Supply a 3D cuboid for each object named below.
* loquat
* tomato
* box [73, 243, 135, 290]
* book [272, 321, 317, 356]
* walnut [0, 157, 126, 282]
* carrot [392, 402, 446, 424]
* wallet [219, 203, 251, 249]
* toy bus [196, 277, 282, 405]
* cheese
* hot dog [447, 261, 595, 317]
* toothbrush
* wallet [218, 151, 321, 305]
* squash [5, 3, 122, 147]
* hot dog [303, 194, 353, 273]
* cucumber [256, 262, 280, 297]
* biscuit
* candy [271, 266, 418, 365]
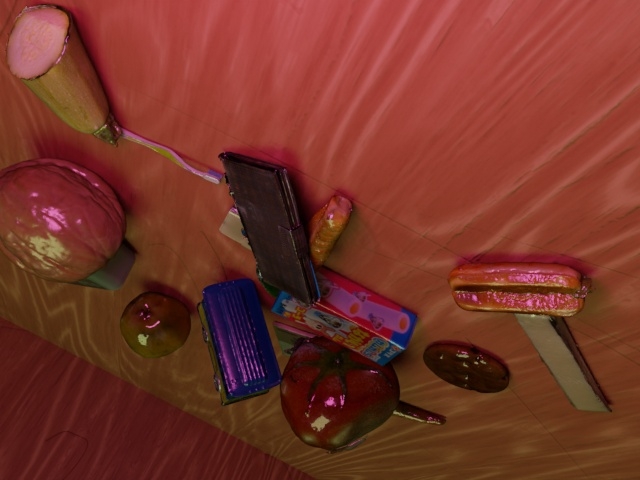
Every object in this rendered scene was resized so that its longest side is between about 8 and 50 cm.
[{"bbox_3d":[-0.509,0.271,1.848,0.213,0.213,0.246,18,149,13],"label":"loquat"},{"bbox_3d":[0.041,0.391,1.506,0.303,0.303,0.239,12,125,22],"label":"tomato"},{"bbox_3d":[-0.679,0.039,1.663,0.312,0.175,0.182,4,152,33],"label":"box"},{"bbox_3d":[-0.064,0.309,1.746,0.138,0.016,0.198,15,148,17],"label":"book"},{"bbox_3d":[-0.612,-0.051,1.369,0.313,0.277,0.252,41,110,-12],"label":"walnut"},{"bbox_3d":[0.283,0.527,1.792,0.191,0.047,0.047,14,147,19],"label":"carrot"},{"bbox_3d":[-0.135,-0.015,1.283,0.155,0.039,0.110,31,146,-8],"label":"wallet"},{"bbox_3d":[-0.216,0.261,1.521,0.138,0.287,0.175,-11,161,-24],"label":"toy bus"},{"bbox_3d":[0.505,0.253,1.221,0.085,0.034,0.400,-1,140,44],"label":"cheese"},{"bbox_3d":[0.349,0.080,1.039,0.250,0.076,0.104,-5,118,36],"label":"hot dog"},{"bbox_3d":[-0.316,-0.175,1.185,0.263,0.026,0.022,25,142,2],"label":"toothbrush"},{"bbox_3d":[-0.093,-0.020,1.153,0.169,0.044,0.317,20,137,40],"label":"wallet"},{"bbox_3d":[-0.456,-0.264,1.063,0.137,0.137,0.287,19,151,13],"label":"squash"},{"bbox_3d":[0.000,0.001,1.174,0.068,0.083,0.289,12,152,-14],"label":"hot dog"},{"bbox_3d":[-0.131,0.097,1.455,0.037,0.037,0.155,7,144,29],"label":"cucumber"},{"bbox_3d":[0.345,0.309,1.419,0.212,0.036,0.212,20,149,12],"label":"biscuit"},{"bbox_3d":[0.051,0.167,1.363,0.306,0.100,0.157,26,149,-2],"label":"candy"}]
